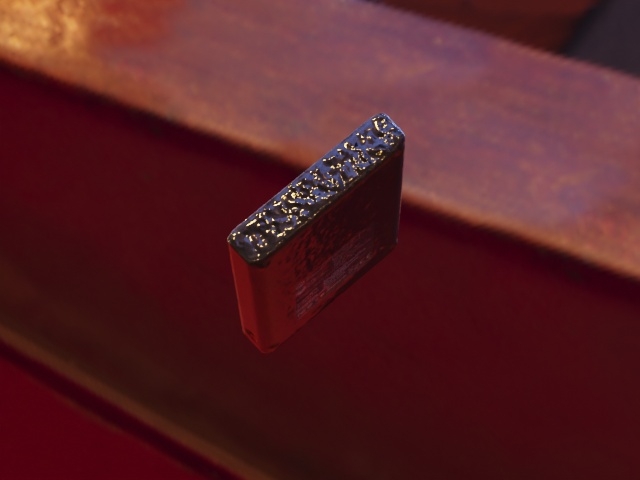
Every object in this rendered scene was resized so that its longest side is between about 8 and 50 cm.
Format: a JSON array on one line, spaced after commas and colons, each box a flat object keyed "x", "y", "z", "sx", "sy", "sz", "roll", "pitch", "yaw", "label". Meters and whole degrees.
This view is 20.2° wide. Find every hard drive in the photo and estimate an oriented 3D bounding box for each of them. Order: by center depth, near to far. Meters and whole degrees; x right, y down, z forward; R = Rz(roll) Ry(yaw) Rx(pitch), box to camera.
[{"x": 0.000, "y": 0.000, "z": 0.864, "sx": 0.094, "sy": 0.135, "sz": 0.022, "roll": -40, "pitch": 74, "yaw": -13, "label": "hard drive"}]
